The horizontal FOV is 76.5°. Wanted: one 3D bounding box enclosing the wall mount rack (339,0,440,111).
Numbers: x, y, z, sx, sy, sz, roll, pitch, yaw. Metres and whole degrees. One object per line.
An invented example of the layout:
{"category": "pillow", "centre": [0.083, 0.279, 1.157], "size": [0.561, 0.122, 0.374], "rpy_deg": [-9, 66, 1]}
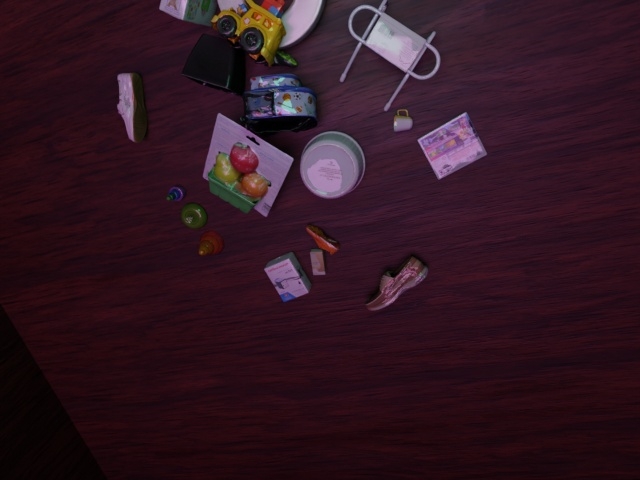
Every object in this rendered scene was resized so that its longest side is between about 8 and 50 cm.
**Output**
{"category": "wall mount rack", "centre": [0.233, -0.649, 1.444], "size": [0.350, 0.130, 0.304], "rpy_deg": [32, 111, -3]}

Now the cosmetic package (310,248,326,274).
{"category": "cosmetic package", "centre": [-0.009, 0.096, 1.841], "size": [0.060, 0.041, 0.115], "rpy_deg": [-4, 112, 13]}

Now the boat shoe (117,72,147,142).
{"category": "boat shoe", "centre": [-0.795, -0.551, 1.695], "size": [0.096, 0.098, 0.277], "rpy_deg": [5, 104, 9]}

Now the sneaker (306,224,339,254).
{"category": "sneaker", "centre": [0.000, 0.000, 1.789], "size": [0.175, 0.064, 0.067], "rpy_deg": [41, 124, -4]}

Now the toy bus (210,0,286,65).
{"category": "toy bus", "centre": [-0.221, -0.732, 1.359], "size": [0.220, 0.149, 0.211], "rpy_deg": [32, 100, -1]}

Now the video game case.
{"category": "video game case", "centre": [0.505, -0.361, 1.563], "size": [0.201, 0.023, 0.183], "rpy_deg": [-27, 105, 21]}

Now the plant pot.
{"category": "plant pot", "centre": [-0.381, -0.661, 1.530], "size": [0.187, 0.188, 0.167], "rpy_deg": [19, 100, 3]}

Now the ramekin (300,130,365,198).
{"category": "ramekin", "centre": [0.041, -0.292, 1.622], "size": [0.273, 0.127, 0.273], "rpy_deg": [4, 112, 9]}

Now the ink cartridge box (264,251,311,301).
{"category": "ink cartridge box", "centre": [-0.149, 0.169, 1.877], "size": [0.139, 0.082, 0.191], "rpy_deg": [-24, 108, 19]}

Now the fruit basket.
{"category": "fruit basket", "centre": [-0.299, -0.292, 1.626], "size": [0.327, 0.165, 0.353], "rpy_deg": [31, 131, -2]}

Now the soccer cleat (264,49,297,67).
{"category": "soccer cleat", "centre": [-0.173, -0.688, 1.541], "size": [0.179, 0.060, 0.072], "rpy_deg": [28, 124, 5]}

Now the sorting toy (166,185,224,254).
{"category": "sorting toy", "centre": [-0.582, -0.071, 1.835], "size": [0.127, 0.126, 0.365], "rpy_deg": [-24, 107, 19]}

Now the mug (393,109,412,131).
{"category": "mug", "centre": [0.315, -0.453, 1.542], "size": [0.064, 0.062, 0.078], "rpy_deg": [-1, 119, 3]}

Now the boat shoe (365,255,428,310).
{"category": "boat shoe", "centre": [0.317, 0.185, 1.783], "size": [0.324, 0.123, 0.116], "rpy_deg": [-40, 93, 16]}

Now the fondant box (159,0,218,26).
{"category": "fondant box", "centre": [-0.412, -0.925, 1.383], "size": [0.096, 0.238, 0.330], "rpy_deg": [25, 114, -1]}

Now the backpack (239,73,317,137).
{"category": "backpack", "centre": [-0.141, -0.496, 1.517], "size": [0.263, 0.276, 0.213], "rpy_deg": [4, 100, 6]}

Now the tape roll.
{"category": "tape roll", "centre": [-0.170, -0.874, 1.402], "size": [0.392, 0.072, 0.392], "rpy_deg": [4, 112, 10]}
